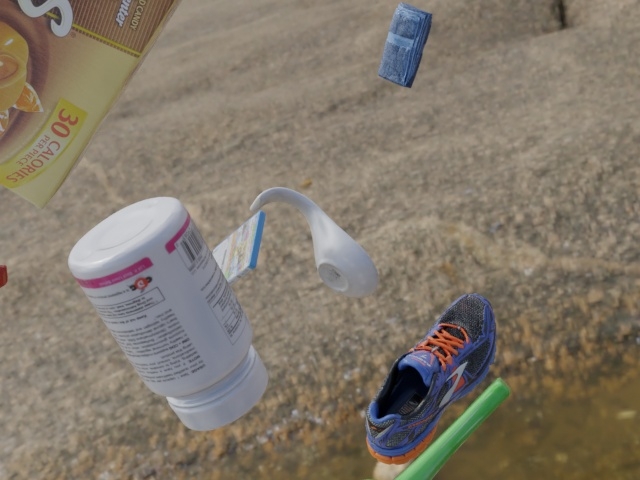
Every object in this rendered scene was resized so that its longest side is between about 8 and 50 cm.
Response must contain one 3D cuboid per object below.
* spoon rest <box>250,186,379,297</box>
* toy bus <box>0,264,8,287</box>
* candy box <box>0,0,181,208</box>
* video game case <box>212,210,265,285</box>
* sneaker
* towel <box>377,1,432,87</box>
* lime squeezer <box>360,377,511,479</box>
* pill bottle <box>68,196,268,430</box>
[{"bbox_3d":[0.000,0.000,1.640,0.084,0.276,0.137,-48,1,-34],"label":"spoon rest"},{"bbox_3d":[-0.515,-0.005,1.148,0.202,0.191,0.104,-22,49,6],"label":"toy bus"},{"bbox_3d":[-0.200,-0.196,0.648,0.316,0.183,0.087,-49,16,27],"label":"candy box"},{"bbox_3d":[-0.155,0.031,1.574,0.166,0.015,0.119,-36,35,44],"label":"video game case"},{"bbox_3d":[0.126,0.146,0.984,0.083,0.087,0.221,24,66,31],"label":"sneaker"},{"bbox_3d":[0.126,-0.296,1.347,0.067,0.119,0.029,31,28,33],"label":"towel"},{"bbox_3d":[0.010,0.209,0.625,0.310,0.059,0.110,-45,8,11],"label":"lime squeezer"},{"bbox_3d":[-0.187,0.099,1.148,0.160,0.283,0.160,-21,25,11],"label":"pill bottle"}]
